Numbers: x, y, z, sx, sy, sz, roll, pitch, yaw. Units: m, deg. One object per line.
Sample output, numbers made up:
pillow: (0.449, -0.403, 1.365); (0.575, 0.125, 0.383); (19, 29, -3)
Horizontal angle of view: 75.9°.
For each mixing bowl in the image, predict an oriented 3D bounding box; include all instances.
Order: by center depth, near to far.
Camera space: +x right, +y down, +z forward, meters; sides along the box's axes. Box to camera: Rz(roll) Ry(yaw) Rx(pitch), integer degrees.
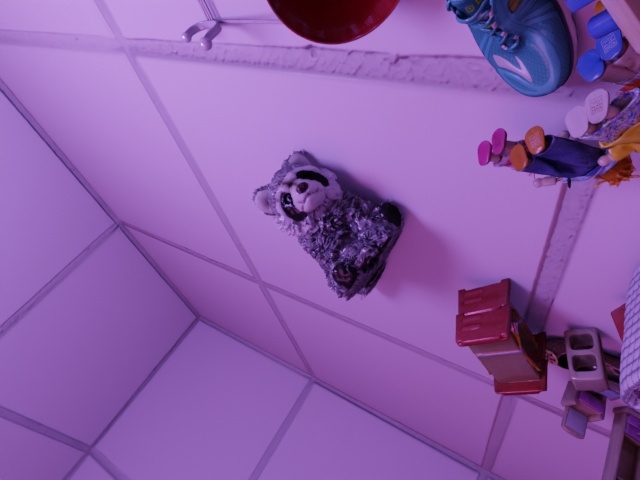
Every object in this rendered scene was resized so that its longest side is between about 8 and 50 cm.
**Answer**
mixing bowl: (0.012, -0.349, 0.501); (0.181, 0.098, 0.181); (-5, 133, -6)

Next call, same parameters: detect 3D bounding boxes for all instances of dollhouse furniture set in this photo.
dollhouse furniture set: (0.483, 0.177, 0.805); (0.374, 0.152, 0.201); (-20, 120, 37)
dollhouse furniture set: (0.707, 0.421, 0.830); (0.286, 0.198, 0.303); (32, 151, 8)

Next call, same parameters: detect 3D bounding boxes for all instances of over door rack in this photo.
over door rack: (-0.170, -0.421, 0.604); (0.324, 0.108, 0.239); (17, 147, 37)

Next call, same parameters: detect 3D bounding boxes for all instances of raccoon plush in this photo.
raccoon plush: (0.000, 0.000, 0.985); (0.299, 0.216, 0.446); (36, 153, 16)

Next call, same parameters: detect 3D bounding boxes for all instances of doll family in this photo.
doll family: (0.329, -0.114, 0.489); (0.163, 0.118, 0.263); (3, 158, -18)

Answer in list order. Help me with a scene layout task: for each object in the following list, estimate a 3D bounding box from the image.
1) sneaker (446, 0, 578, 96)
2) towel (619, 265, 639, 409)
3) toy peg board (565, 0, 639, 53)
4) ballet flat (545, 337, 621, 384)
sneaker: (0.185, -0.267, 0.459); (0.275, 0.110, 0.107); (45, 150, -18)
towel: (0.498, 0.083, 0.513); (0.121, 0.235, 0.283); (19, 149, 22)
toy peg board: (0.248, -0.262, 0.360); (0.161, 0.160, 0.079); (43, 166, -13)
ballet flat: (0.589, 0.270, 0.876); (0.250, 0.058, 0.084); (10, 142, 39)
